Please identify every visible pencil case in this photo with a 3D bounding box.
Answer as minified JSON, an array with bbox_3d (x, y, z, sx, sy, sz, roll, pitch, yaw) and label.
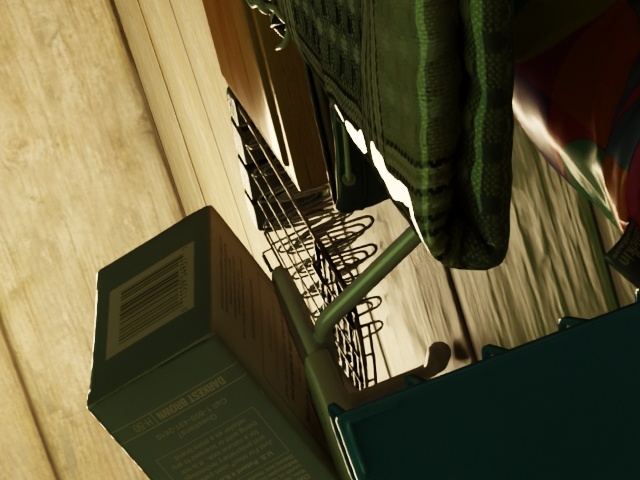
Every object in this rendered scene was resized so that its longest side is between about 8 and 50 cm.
[{"bbox_3d":[0.105,-0.065,0.654,0.236,0.104,0.104,-122,15,-57],"label":"pencil case"}]

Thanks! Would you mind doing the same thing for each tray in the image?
[{"bbox_3d":[-0.059,-0.259,1.280,0.203,0.076,0.411,-124,18,-56],"label":"tray"}]

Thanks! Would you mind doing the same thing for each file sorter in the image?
[{"bbox_3d":[0.099,0.100,0.811,0.104,0.170,0.118,177,74,-83],"label":"file sorter"}]

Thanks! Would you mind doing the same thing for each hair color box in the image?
[{"bbox_3d":[-0.020,0.174,1.370,0.374,0.113,0.185,52,-165,-27],"label":"hair color box"}]

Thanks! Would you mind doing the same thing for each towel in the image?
[{"bbox_3d":[0.001,-0.186,0.608,0.312,0.056,0.324,-111,15,-67],"label":"towel"}]

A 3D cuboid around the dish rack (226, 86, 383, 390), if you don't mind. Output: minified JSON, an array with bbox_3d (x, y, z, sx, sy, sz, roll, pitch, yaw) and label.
[{"bbox_3d":[0.000,0.000,1.501,0.208,0.074,0.271,80,165,-54],"label":"dish rack"}]

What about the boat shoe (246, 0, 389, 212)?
[{"bbox_3d":[0.001,-0.143,1.146,0.095,0.079,0.254,-156,47,-78],"label":"boat shoe"}]

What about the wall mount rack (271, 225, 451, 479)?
[{"bbox_3d":[0.078,0.130,1.170,0.304,0.130,0.350,82,166,-66],"label":"wall mount rack"}]
